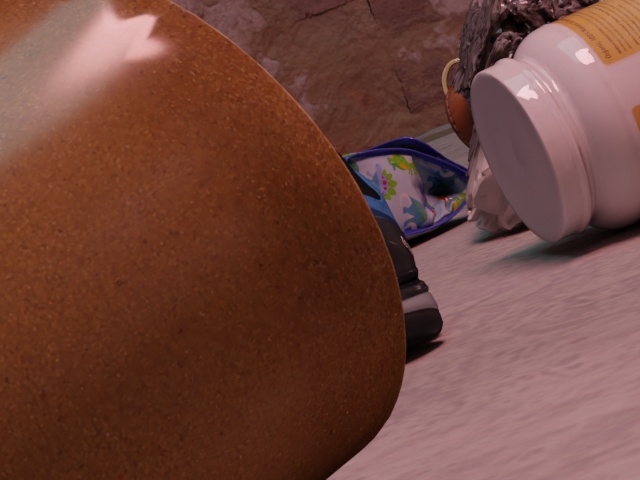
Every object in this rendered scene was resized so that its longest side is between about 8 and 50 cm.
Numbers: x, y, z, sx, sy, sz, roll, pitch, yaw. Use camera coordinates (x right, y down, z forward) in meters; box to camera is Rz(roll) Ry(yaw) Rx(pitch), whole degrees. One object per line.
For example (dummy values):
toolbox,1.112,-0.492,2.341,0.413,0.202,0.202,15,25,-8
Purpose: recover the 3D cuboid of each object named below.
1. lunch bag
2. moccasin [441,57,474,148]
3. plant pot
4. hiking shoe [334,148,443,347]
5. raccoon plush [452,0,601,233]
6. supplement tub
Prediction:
lunch bag,0.046,-0.033,1.492,0.151,0.096,0.129,-6,-7,-39
moccasin,0.218,-0.149,1.754,0.147,0.139,0.380,-24,5,31
plant pot,-0.135,0.064,0.598,0.237,0.237,0.254,-15,22,46
hiking shoe,0.000,0.000,1.070,0.113,0.132,0.304,-21,5,-11
raccoon plush,0.277,-0.129,1.471,0.299,0.446,0.216,15,-34,-5
supplement tub,0.215,-0.094,1.127,0.200,0.144,0.144,-24,6,-11
